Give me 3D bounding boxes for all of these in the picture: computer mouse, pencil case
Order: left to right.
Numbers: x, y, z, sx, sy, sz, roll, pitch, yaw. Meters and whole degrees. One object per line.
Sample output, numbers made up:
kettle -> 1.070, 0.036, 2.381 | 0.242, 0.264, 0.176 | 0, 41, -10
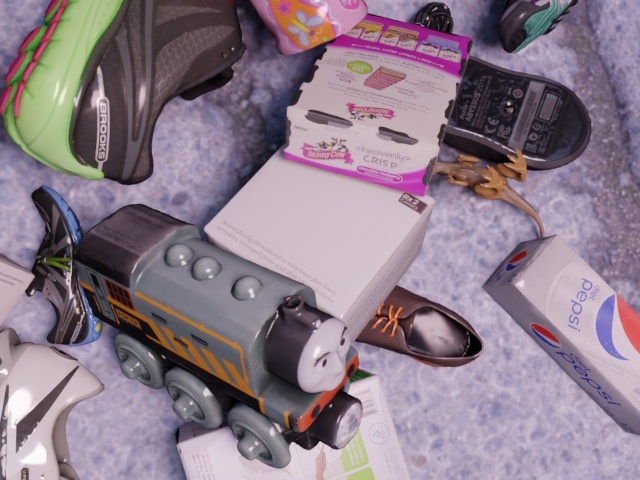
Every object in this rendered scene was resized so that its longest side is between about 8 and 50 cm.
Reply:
pencil case -> -0.052, -0.340, 0.716 | 0.124, 0.124, 0.284 | -37, 120, -12
computer mouse -> 0.216, -0.177, 0.902 | 0.272, 0.072, 0.188 | 26, 82, 5

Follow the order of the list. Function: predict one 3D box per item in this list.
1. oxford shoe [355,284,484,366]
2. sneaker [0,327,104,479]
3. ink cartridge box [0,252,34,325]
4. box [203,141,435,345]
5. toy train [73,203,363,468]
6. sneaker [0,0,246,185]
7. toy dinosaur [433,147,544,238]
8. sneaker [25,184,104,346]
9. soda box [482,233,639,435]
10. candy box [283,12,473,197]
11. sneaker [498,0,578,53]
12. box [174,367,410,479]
oxford shoe -> 0.069, 0.082, 0.825 | 0.271, 0.098, 0.097 | 17, 82, -9
sneaker -> -0.337, 0.272, 0.716 | 0.146, 0.122, 0.331 | 24, 81, -6
ink cartridge box -> -0.447, 0.086, 0.704 | 0.172, 0.100, 0.237 | 29, 79, 13
box -> 0.000, 0.000, 0.763 | 0.181, 0.119, 0.182 | 32, 63, 18
toy train -> -0.106, 0.089, 0.690 | 0.334, 0.190, 0.142 | 22, 48, 32
sneaker -> -0.178, -0.278, 0.803 | 0.202, 0.185, 0.483 | 37, 73, -37
toy dinosaur -> 0.227, -0.069, 0.878 | 0.211, 0.112, 0.064 | 29, 78, 0
sneaker -> -0.299, 0.029, 0.776 | 0.078, 0.067, 0.188 | -12, 88, -15
soda box -> 0.350, 0.125, 0.877 | 0.286, 0.098, 0.091 | 45, 78, -3
candy box -> 0.071, -0.163, 0.772 | 0.159, 0.071, 0.233 | 17, 45, 9
sneaker -> 0.251, -0.304, 0.878 | 0.098, 0.083, 0.223 | 46, 36, 8
box -> -0.015, 0.305, 0.772 | 0.231, 0.127, 0.262 | -18, 88, -12
